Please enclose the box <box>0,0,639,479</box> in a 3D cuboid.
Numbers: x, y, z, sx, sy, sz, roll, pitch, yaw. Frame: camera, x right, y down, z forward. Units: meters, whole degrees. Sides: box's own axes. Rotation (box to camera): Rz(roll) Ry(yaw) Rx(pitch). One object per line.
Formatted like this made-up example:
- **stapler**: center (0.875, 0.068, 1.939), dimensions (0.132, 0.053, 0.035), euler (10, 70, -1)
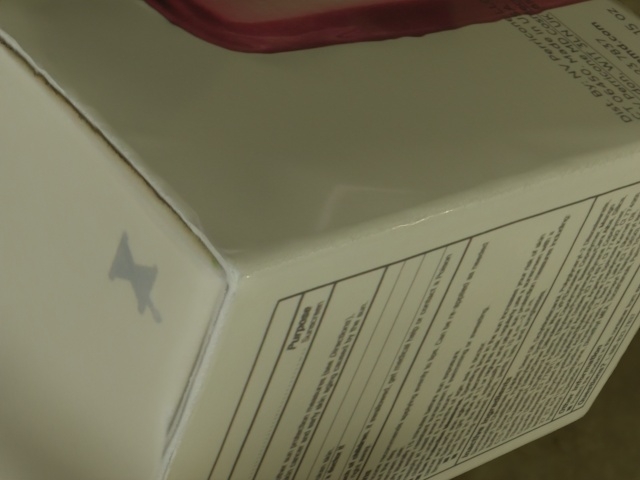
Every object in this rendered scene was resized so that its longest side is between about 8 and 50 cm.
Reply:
- **box**: center (0.000, 0.000, 0.526), dimensions (0.232, 0.127, 0.148), euler (-16, 141, -42)
